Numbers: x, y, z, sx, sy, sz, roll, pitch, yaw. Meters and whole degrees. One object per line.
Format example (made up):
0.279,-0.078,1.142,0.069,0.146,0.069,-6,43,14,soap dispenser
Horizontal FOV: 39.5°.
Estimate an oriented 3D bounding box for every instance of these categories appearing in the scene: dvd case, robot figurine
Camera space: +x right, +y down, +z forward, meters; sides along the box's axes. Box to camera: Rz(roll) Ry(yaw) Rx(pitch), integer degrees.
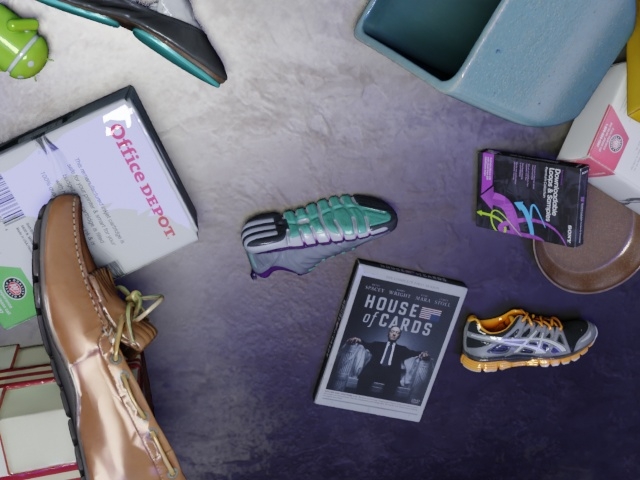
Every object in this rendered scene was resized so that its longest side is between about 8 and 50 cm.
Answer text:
0.105,0.158,1.368,0.179,0.029,0.239,13,108,-14,dvd case
-0.394,-0.251,1.122,0.115,0.067,0.101,39,127,-20,robot figurine

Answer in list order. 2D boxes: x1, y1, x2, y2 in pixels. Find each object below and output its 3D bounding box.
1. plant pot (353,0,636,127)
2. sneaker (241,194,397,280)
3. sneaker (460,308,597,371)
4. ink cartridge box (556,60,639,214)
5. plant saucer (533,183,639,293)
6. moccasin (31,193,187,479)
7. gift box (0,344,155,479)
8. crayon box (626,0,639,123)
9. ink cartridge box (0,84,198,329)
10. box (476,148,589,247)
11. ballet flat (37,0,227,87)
0.244,-0.281,1.128,0.252,0.247,0.248,22,106,-36,plant pot
0.000,0.000,1.283,0.223,0.083,0.098,-8,134,-4,sneaker
0.321,0.145,1.370,0.215,0.084,0.083,-9,106,-5,sneaker
0.468,-0.130,1.264,0.218,0.092,0.159,28,82,-16,ink cartridge box
0.411,-0.016,1.349,0.198,0.036,0.199,-3,109,-7,plant saucer
-0.249,0.124,1.061,0.147,0.139,0.380,-16,77,-13,moccasin
-0.358,0.302,1.229,0.258,0.255,0.276,-7,104,-8,gift box
0.515,-0.218,1.190,0.323,0.203,0.083,24,149,-23,crayon box
-0.331,-0.046,1.176,0.289,0.121,0.211,-24,111,1,ink cartridge box
0.296,-0.061,1.260,0.029,0.162,0.116,-23,118,-46,box
-0.231,-0.294,1.123,0.280,0.095,0.096,24,92,-16,ballet flat
